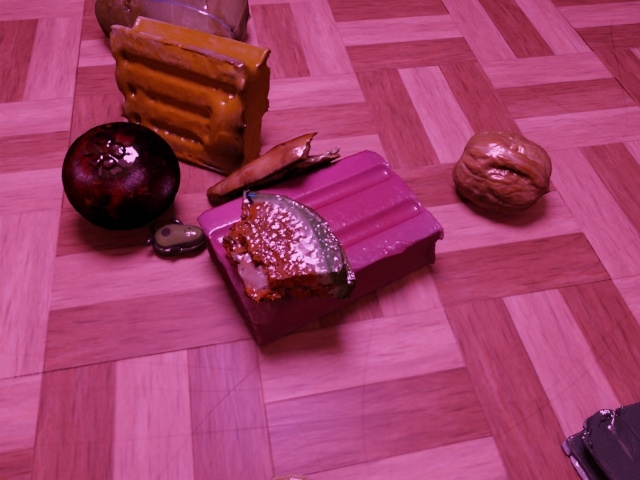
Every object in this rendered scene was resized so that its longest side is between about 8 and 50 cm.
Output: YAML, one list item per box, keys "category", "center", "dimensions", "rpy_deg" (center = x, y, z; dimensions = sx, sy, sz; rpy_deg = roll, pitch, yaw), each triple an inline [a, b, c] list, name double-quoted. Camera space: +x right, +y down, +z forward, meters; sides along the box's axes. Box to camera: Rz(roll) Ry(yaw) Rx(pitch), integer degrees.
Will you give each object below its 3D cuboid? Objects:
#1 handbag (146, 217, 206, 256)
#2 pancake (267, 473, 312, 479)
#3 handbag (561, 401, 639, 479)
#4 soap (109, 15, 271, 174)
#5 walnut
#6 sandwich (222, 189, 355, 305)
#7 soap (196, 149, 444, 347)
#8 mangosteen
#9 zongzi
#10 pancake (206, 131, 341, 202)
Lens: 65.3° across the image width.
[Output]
- category: "handbag"
  center: [-0.255, -0.006, 0.913]
  dimensions: [0.111, 0.047, 0.072]
  rpy_deg: [-3, 56, -3]
- category: "pancake"
  center: [-0.045, 0.383, 0.669]
  dimensions: [0.140, 0.022, 0.139]
  rpy_deg: [2, 54, -3]
- category: "handbag"
  center: [0.521, 0.340, 0.701]
  dimensions: [0.248, 0.079, 0.260]
  rpy_deg: [-17, 55, -17]
- category: "soap"
  center: [-0.251, -0.277, 0.984]
  dimensions: [0.281, 0.259, 0.143]
  rpy_deg: [19, 44, 8]
- category: "walnut"
  center: [0.358, -0.133, 0.977]
  dimensions: [0.184, 0.155, 0.155]
  rpy_deg: [24, 57, 10]
- category: "sandwich"
  center: [-0.060, -0.001, 0.746]
  dimensions: [0.159, 0.079, 0.235]
  rpy_deg: [-21, 55, -16]
- category: "soap"
  center: [0.000, 0.000, 0.876]
  dimensions: [0.360, 0.128, 0.233]
  rpy_deg: [-24, 59, -19]
- category: "mangosteen"
  center: [-0.349, -0.110, 0.891]
  dimensions: [0.210, 0.209, 0.209]
  rpy_deg: [2, 55, -2]
- category: "zongzi"
  center: [-0.361, -0.442, 1.154]
  dimensions: [0.357, 0.174, 0.392]
  rpy_deg: [1, 68, 5]
- category: "pancake"
  center: [-0.087, -0.129, 0.913]
  dimensions: [0.258, 0.212, 0.056]
  rpy_deg: [-23, 91, -10]
